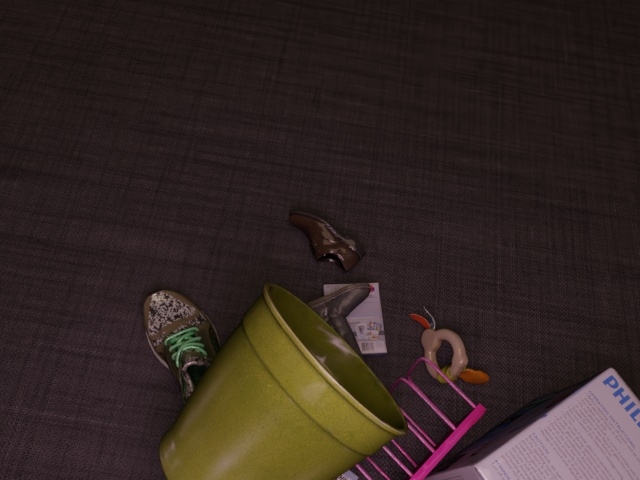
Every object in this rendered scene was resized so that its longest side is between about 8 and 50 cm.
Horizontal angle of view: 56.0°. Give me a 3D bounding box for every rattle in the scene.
[{"bbox_3d":[0.323,0.257,1.499,0.143,0.130,0.199,-4,37,-21],"label":"rattle"}]

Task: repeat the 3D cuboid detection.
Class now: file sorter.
[{"bbox_3d":[0.177,0.428,1.322,0.291,0.202,0.182,-39,71,-22],"label":"file sorter"}]

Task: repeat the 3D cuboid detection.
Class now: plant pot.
[{"bbox_3d":[-0.094,0.328,1.108,0.353,0.366,0.366,-44,74,3],"label":"plant pot"}]

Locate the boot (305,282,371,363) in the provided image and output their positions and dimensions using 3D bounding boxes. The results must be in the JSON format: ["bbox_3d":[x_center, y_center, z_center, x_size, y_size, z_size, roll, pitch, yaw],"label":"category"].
[{"bbox_3d":[0.070,0.222,1.438,0.190,0.076,0.208,-25,60,-1],"label":"boot"}]

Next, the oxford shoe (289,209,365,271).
[{"bbox_3d":[0.000,0.000,1.581,0.227,0.083,0.096,35,69,12],"label":"oxford shoe"}]

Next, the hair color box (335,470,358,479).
[{"bbox_3d":[-0.081,0.612,1.203,0.114,0.185,0.374,33,64,10],"label":"hair color box"}]

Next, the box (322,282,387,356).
[{"bbox_3d":[0.084,0.200,1.513,0.145,0.038,0.186,-2,65,-7],"label":"box"}]

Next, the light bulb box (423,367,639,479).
[{"bbox_3d":[0.457,0.478,1.239,0.361,0.358,0.225,-27,72,-20],"label":"light bulb box"}]

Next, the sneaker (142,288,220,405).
[{"bbox_3d":[-0.280,0.265,1.356,0.158,0.182,0.410,-28,70,-19],"label":"sneaker"}]
